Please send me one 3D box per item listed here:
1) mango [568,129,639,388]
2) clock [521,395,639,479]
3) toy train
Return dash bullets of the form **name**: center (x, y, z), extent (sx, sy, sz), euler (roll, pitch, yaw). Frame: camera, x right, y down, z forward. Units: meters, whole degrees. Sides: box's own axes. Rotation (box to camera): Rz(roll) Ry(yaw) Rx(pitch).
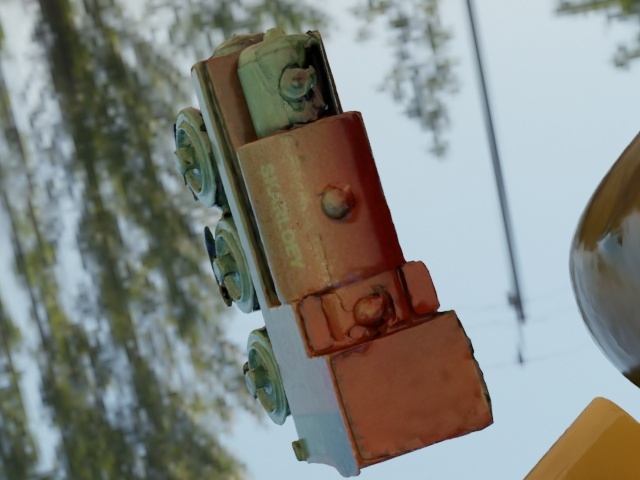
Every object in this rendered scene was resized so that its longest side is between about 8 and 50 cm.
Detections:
- **mango**: center (0.282, -0.025, 0.683), extent (0.300, 0.232, 0.445), euler (-5, 165, -35)
- **clock**: center (0.111, 0.277, 1.018), extent (0.317, 0.200, 0.244), euler (-39, 161, -14)
- **toy train**: center (0.000, 0.000, 0.661), extent (0.074, 0.176, 0.118), euler (-16, 180, -19)
